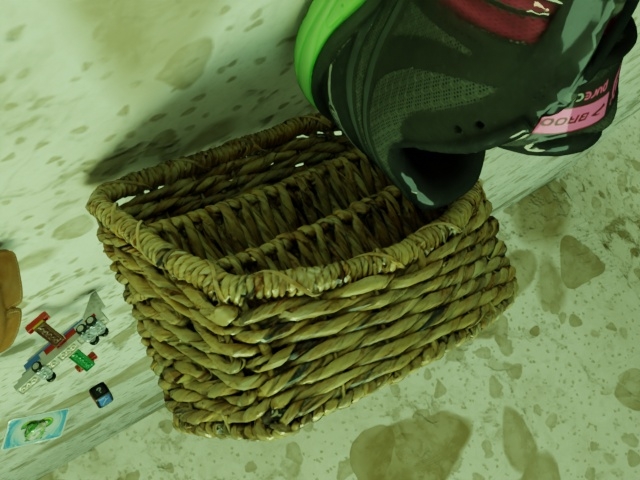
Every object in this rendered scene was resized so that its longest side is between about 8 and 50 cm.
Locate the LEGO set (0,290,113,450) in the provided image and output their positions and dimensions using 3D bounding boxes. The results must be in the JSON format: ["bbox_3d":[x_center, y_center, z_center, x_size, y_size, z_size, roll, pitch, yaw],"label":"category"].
[{"bbox_3d":[-0.336,0.155,0.920,0.244,0.060,0.183,-4,126,-45],"label":"LEGO set"}]

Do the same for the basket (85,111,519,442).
[{"bbox_3d":[0.000,0.000,0.672,0.299,0.223,0.213,-23,-175,-36],"label":"basket"}]

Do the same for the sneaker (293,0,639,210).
[{"bbox_3d":[0.129,-0.161,0.462,0.185,0.202,0.483,-29,170,-19],"label":"sneaker"}]

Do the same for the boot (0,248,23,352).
[{"bbox_3d":[-0.291,0.100,0.626,0.152,0.072,0.197,-27,136,-77],"label":"boot"}]
